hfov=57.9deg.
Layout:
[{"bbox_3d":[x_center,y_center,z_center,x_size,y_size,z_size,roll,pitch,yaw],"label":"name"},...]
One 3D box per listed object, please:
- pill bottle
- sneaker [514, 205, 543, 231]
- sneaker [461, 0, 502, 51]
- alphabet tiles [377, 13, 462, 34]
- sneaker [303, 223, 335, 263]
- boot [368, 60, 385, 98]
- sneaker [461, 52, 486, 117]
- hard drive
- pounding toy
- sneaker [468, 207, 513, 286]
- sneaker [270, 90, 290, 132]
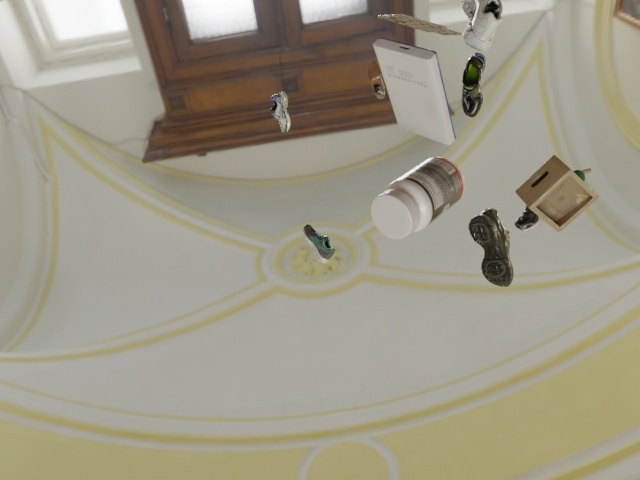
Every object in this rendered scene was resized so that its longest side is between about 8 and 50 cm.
[{"bbox_3d":[0.280,-0.121,1.669,0.161,0.161,0.283,20,-141,35],"label":"pill bottle"},{"bbox_3d":[0.641,-0.106,1.731,0.178,0.077,0.072,-44,-150,-15],"label":"sneaker"},{"bbox_3d":[0.500,-0.701,1.751,0.110,0.118,0.292,15,-127,-11],"label":"sneaker"},{"bbox_3d":[0.329,-0.697,1.872,0.237,0.009,0.198,7,-164,-20],"label":"alphabet tiles"},{"bbox_3d":[0.000,0.000,2.101,0.065,0.076,0.166,-7,-122,-54],"label":"sneaker"},{"bbox_3d":[0.187,-0.523,1.896,0.042,0.118,0.087,-4,-170,18],"label":"boot"},{"bbox_3d":[0.436,-0.448,1.683,0.067,0.188,0.078,21,-137,30],"label":"sneaker"},{"bbox_3d":[0.280,-0.434,1.700,0.210,0.318,0.040,31,-109,38],"label":"hard drive"},{"bbox_3d":[0.513,-0.112,1.233,0.141,0.130,0.100,-47,-150,20],"label":"pounding toy"},{"bbox_3d":[0.592,0.022,1.927,0.109,0.286,0.130,1,-150,43],"label":"sneaker"},{"bbox_3d":[-0.138,-0.419,1.907,0.058,0.135,0.052,-20,-153,-26],"label":"sneaker"}]
